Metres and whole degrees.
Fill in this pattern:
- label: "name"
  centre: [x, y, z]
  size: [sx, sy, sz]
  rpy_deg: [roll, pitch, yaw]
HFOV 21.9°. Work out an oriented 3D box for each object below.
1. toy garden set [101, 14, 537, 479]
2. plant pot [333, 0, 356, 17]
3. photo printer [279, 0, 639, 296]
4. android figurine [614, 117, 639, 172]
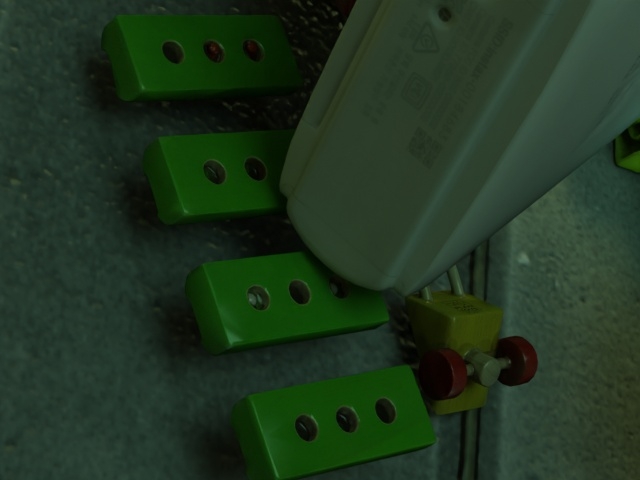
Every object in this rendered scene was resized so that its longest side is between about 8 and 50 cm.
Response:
- label: "toy garden set"
  centre: [0.000, 0.000, 0.874]
  size: [0.204, 0.049, 0.244]
  rpy_deg: [-7, 71, -42]
- label: "plant pot"
  centre: [0.046, -0.300, 0.907]
  size: [0.275, 0.275, 0.243]
  rpy_deg: [-34, 82, -40]
- label: "photo printer"
  centre: [0.133, -0.129, 0.848]
  size: [0.107, 0.256, 0.307]
  rpy_deg: [41, 42, 14]
- label: "android figurine"
  centre: [0.274, -0.110, 1.114]
  size: [0.273, 0.056, 0.248]
  rpy_deg: [17, 62, -28]
